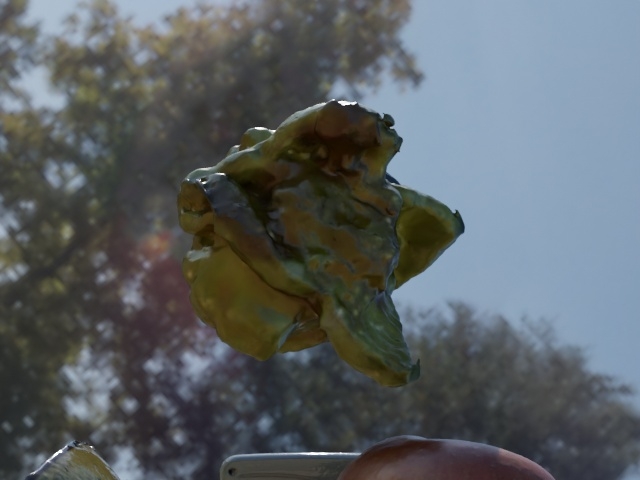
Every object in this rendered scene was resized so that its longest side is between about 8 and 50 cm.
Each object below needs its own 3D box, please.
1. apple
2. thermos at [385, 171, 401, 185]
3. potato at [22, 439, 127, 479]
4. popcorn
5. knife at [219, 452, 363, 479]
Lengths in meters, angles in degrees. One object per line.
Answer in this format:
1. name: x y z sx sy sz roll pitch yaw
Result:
1. apple: 0.130 0.298 1.490 0.272 0.251 0.206 170 -75 -70
2. thermos: -0.001 0.017 2.001 0.286 0.182 0.145 -33 -88 38
3. potato: -0.225 0.285 1.197 0.116 0.239 0.299 38 1 5
4. popcorn: 0.000 0.011 1.753 0.290 0.325 0.321 -9 -84 60
5. knife: -0.030 0.377 2.455 0.040 0.265 0.073 15 72 -89
